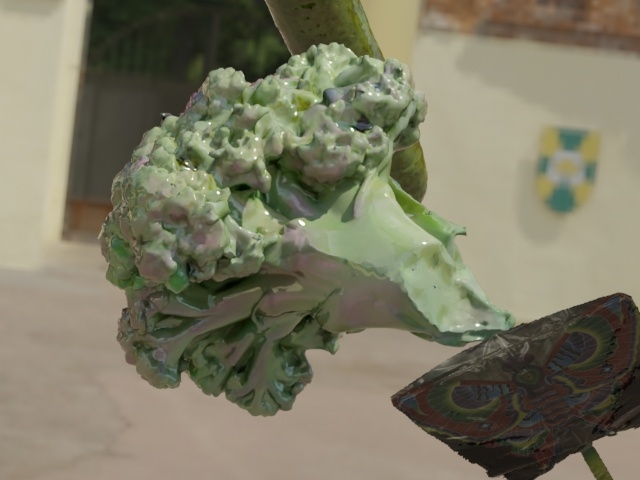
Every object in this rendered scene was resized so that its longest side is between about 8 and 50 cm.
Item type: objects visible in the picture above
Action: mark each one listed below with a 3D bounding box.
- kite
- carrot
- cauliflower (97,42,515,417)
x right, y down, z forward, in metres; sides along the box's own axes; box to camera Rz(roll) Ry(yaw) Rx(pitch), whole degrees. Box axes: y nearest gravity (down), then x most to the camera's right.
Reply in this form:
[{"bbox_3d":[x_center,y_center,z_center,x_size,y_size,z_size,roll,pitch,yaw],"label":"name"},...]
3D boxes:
[{"bbox_3d":[0.166,0.130,1.216,0.152,0.015,0.285,-26,-41,15],"label":"kite"},{"bbox_3d":[0.011,-0.155,1.509,0.074,0.074,0.358,8,-40,37],"label":"carrot"},{"bbox_3d":[0.000,0.000,1.277,0.315,0.256,0.239,25,-27,34],"label":"cauliflower"}]
